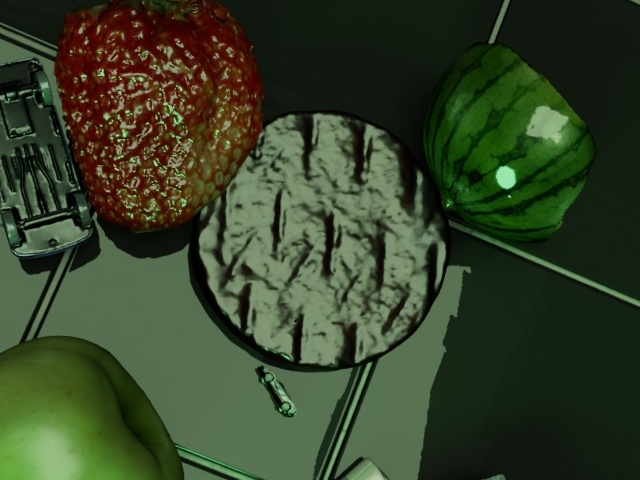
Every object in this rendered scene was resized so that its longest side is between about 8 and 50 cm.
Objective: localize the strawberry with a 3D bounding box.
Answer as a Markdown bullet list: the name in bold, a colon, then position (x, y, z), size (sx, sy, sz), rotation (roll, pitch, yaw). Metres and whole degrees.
- **strawberry**: position (-0.241, -0.184, 1.612), size (0.312, 0.267, 0.351), rotation (1, 82, 11)

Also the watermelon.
- **watermelon**: position (0.253, -0.128, 1.660), size (0.189, 0.331, 0.331), rotation (-34, 88, -17)

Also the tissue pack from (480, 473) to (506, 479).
- **tissue pack**: position (0.232, 0.545, 1.613), size (0.242, 0.125, 0.344), rotation (-19, 67, -16)

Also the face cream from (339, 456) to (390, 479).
- **face cream**: position (0.026, 0.424, 1.678), size (0.198, 0.057, 0.084), rotation (-40, 89, -15)

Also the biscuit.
- **biscuit**: position (0.000, 0.000, 1.723), size (0.407, 0.091, 0.407), rotation (2, 82, -11)

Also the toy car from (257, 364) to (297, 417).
- **toy car**: position (-0.066, 0.230, 1.699), size (0.025, 0.041, 0.093), rotation (-30, 89, -16)

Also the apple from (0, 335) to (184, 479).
- **apple**: position (-0.368, 0.314, 1.491), size (0.357, 0.357, 0.357), rotation (1, 81, -9)

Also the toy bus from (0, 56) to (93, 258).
- **toy bus**: position (-0.435, -0.113, 1.645), size (0.125, 0.133, 0.292), rotation (-16, 82, -17)
